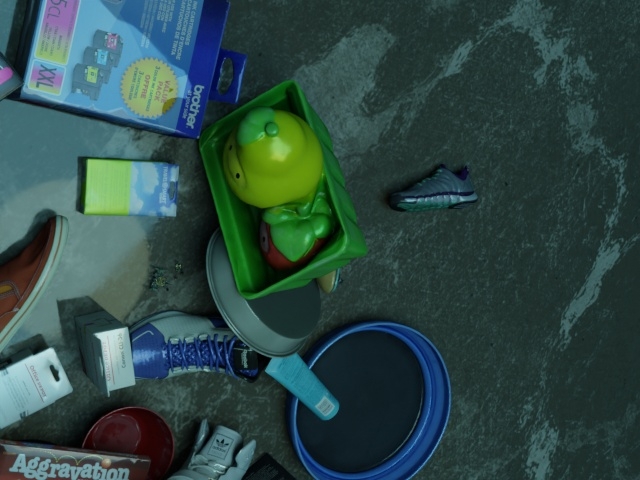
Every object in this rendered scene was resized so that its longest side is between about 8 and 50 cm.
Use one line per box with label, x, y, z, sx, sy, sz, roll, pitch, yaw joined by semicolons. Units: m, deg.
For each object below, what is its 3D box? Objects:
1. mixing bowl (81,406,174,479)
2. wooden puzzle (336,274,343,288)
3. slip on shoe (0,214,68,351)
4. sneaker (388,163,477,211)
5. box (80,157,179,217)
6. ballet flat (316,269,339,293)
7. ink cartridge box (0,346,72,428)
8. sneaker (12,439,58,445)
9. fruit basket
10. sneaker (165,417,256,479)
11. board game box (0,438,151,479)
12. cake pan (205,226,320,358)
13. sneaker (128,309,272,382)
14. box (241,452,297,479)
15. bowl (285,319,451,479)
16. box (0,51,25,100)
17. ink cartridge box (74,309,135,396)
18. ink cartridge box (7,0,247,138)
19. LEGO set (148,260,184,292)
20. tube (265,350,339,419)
mixing bowl;-0.385;0.396;1.913;0.181;0.098;0.181;-5;101;-25
wooden puzzle;0.012;0.075;2.109;0.049;0.006;0.083;-42;113;-15
slip on shoe;-0.565;0.088;1.773;0.101;0.123;0.331;37;86;-22
sneaker;0.239;-0.118;2.165;0.224;0.083;0.098;-3;79;-30
box;-0.364;-0.100;1.878;0.178;0.042;0.109;1;98;-26
ballet flat;0.000;0.000;2.022;0.073;0.080;0.232;14;58;-17
ink cartridge box;-0.566;0.273;1.827;0.180;0.060;0.104;-26;108;-20
sneaker;-0.614;0.460;1.819;0.270;0.090;0.144;-5;101;-22
fruit basket;-0.091;-0.108;1.775;0.283;0.392;0.392;-28;115;24
sneaker;-0.233;0.452;1.891;0.137;0.366;0.210;21;78;10
board game box;-0.466;0.453;1.815;0.281;0.027;0.145;12;94;-24
cake pan;-0.101;0.085;1.928;0.293;0.054;0.293;34;41;-37
sneaker;-0.210;0.207;1.923;0.316;0.182;0.127;-5;99;-25
box;-0.077;0.556;2.027;0.108;0.207;0.153;-37;111;-16
bowl;0.103;0.362;2.159;0.391;0.077;0.391;-4;100;-25
box;-0.610;-0.265;1.604;0.165;0.270;0.143;-40;112;-15
ink cartridge box;-0.396;0.208;1.823;0.067;0.198;0.115;-11;103;-24
ink cartridge box;-0.337;-0.344;1.798;0.396;0.151;0.270;11;93;-29
LEGO set;-0.310;0.074;1.947;0.083;0.023;0.054;-19;108;-36
tube;-0.036;0.287;1.984;0.207;0.052;0.080;51;51;-35
